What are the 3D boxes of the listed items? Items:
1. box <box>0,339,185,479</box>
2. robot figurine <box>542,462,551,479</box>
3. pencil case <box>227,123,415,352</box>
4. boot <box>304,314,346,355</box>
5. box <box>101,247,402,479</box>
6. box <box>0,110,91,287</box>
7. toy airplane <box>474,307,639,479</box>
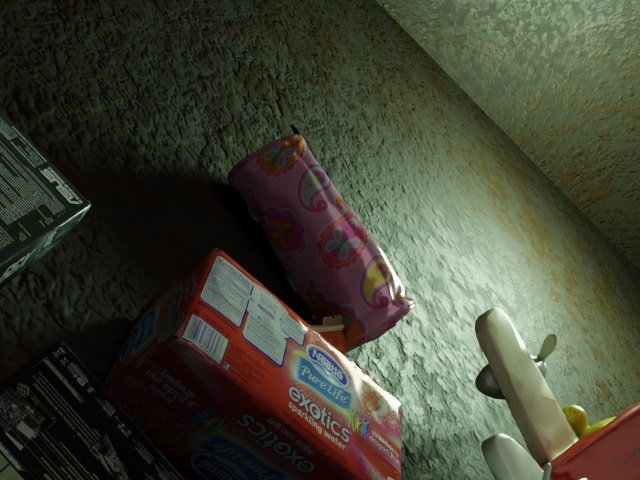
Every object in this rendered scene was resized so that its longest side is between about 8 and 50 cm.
[{"bbox_3d":[-0.176,0.181,0.477,0.180,0.077,0.147,50,27,-4],"label":"box"},{"bbox_3d":[0.231,0.391,0.665,0.200,0.300,0.353,85,-12,-53],"label":"robot figurine"},{"bbox_3d":[0.000,0.000,0.922,0.284,0.124,0.124,56,27,10],"label":"pencil case"},{"bbox_3d":[-0.027,0.131,0.794,0.158,0.059,0.085,-2,80,-44],"label":"boot"},{"bbox_3d":[-0.052,0.149,0.657,0.257,0.122,0.128,42,29,-19],"label":"box"},{"bbox_3d":[-0.350,-0.073,0.517,0.307,0.076,0.242,48,28,-9],"label":"box"},{"bbox_3d":[0.344,0.319,0.965,0.384,0.272,0.386,24,58,-4],"label":"toy airplane"}]
